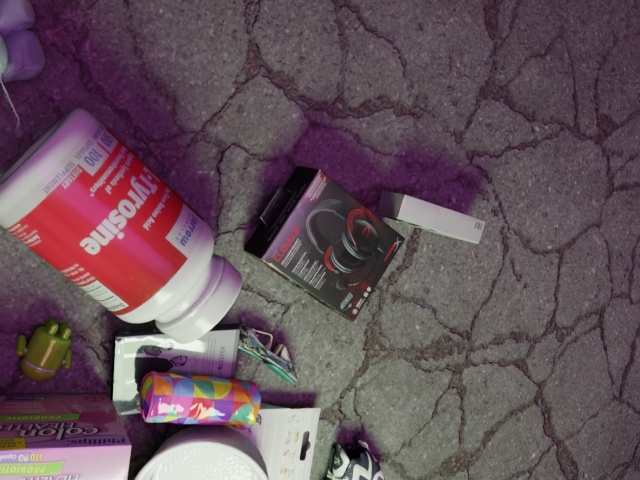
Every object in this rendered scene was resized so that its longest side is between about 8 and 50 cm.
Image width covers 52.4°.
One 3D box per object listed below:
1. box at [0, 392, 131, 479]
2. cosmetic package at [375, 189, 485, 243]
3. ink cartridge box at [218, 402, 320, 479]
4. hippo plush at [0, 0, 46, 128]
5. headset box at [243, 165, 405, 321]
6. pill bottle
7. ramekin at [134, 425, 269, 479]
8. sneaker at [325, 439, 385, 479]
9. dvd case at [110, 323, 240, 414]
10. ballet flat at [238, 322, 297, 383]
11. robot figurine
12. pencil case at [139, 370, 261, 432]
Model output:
[{"bbox_3d":[-0.459,0.357,1.110,0.213,0.243,0.117,7,96,-27],"label":"box"},{"bbox_3d":[0.252,-0.052,1.486,0.239,0.099,0.061,15,94,-28],"label":"cosmetic package"},{"bbox_3d":[-0.119,0.442,1.411,0.224,0.056,0.181,6,96,-33],"label":"ink cartridge box"},{"bbox_3d":[-0.582,-0.296,0.988,0.236,0.234,0.294,-9,88,5],"label":"hippo plush"},{"bbox_3d":[0.000,0.000,1.357,0.293,0.110,0.218,37,82,-27],"label":"headset box"},{"bbox_3d":[-0.336,-0.008,1.118,0.229,0.229,0.408,-50,116,-11],"label":"pill bottle"},{"bbox_3d":[-0.226,0.499,1.272,0.277,0.135,0.277,0,95,-4],"label":"ramekin"},{"bbox_3d":[0.034,0.545,1.480,0.235,0.094,0.153,-25,108,-22],"label":"sneaker"},{"bbox_3d":[-0.284,0.252,1.273,0.238,0.029,0.179,0,113,-25],"label":"dvd case"},{"bbox_3d":[-0.107,0.235,1.372,0.188,0.070,0.070,39,80,-29],"label":"ballet flat"},{"bbox_3d":[-0.492,0.200,1.165,0.101,0.067,0.115,28,86,-36],"label":"robot figurine"},{"bbox_3d":[-0.228,0.312,1.250,0.236,0.104,0.104,15,92,-27],"label":"pencil case"}]
